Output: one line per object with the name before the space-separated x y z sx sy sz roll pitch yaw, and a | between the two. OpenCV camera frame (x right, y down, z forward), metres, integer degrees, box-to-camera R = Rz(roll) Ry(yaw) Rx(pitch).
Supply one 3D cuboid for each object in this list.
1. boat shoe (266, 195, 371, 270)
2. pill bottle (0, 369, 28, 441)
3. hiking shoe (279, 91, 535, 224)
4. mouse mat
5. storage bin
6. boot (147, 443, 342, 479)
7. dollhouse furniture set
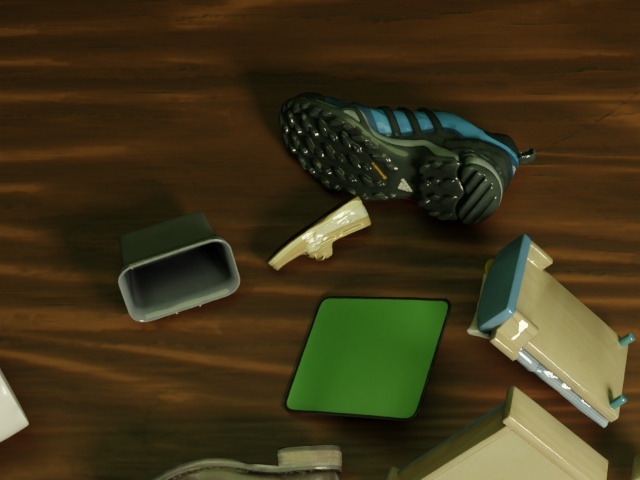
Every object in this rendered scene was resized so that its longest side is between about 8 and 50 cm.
boat shoe | 0.000 0.000 1.836 0.135 0.050 0.045 -34 96 -1
pill bottle | -0.477 0.216 1.698 0.283 0.160 0.160 -30 67 -11
hiking shoe | 0.096 -0.110 1.871 0.304 0.113 0.132 23 38 20
mouse mat | 0.052 0.130 1.743 0.189 0.007 0.153 0 60 38
storage bin | -0.172 0.028 1.817 0.135 0.098 0.091 -18 37 -5
boot | -0.069 0.347 1.658 0.263 0.091 0.229 -11 73 6
dollhouse furniture set | 0.243 0.200 1.717 0.286 0.198 0.303 39 38 -16
